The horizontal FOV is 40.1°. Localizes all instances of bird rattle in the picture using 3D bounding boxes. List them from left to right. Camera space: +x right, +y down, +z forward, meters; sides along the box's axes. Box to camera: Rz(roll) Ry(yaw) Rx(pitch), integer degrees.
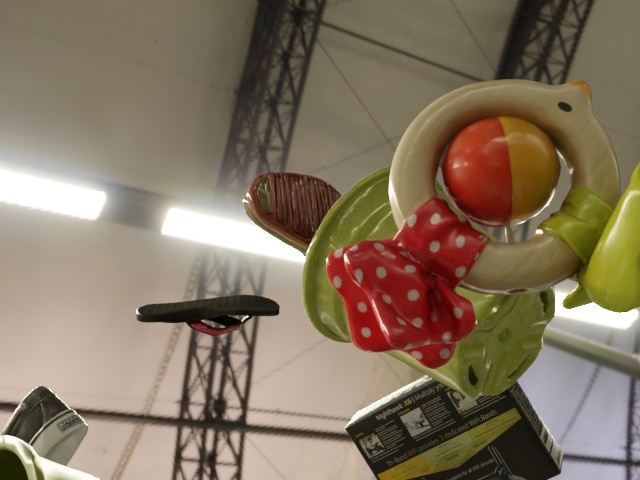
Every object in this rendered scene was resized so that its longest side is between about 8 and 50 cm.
[{"bbox_3d":[0.128,-0.017,0.636,0.253,0.207,0.143,-10,-24,16],"label":"bird rattle"}]

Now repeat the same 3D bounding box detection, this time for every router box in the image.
[{"bbox_3d":[0.236,0.360,1.569,0.309,0.081,0.243,-32,-90,22],"label":"router box"}]

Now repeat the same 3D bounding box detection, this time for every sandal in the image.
[{"bbox_3d":[-0.137,0.095,1.079,0.179,0.067,0.040,-5,-82,6],"label":"sandal"}]

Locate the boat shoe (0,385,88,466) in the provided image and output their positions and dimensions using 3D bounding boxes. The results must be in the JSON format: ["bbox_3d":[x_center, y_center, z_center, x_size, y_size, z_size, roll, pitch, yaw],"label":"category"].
[{"bbox_3d":[-0.449,0.336,1.224,0.306,0.105,0.113,-54,-17,18],"label":"boat shoe"}]

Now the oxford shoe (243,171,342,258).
[{"bbox_3d":[0.000,0.000,1.322,0.130,0.123,0.348,-23,-34,38],"label":"oxford shoe"}]

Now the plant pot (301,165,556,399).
[{"bbox_3d":[0.159,0.071,1.165,0.276,0.254,0.276,-22,-53,-33],"label":"plant pot"}]

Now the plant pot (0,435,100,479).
[{"bbox_3d":[-0.135,0.377,0.661,0.353,0.366,0.366,27,-63,-29],"label":"plant pot"}]
